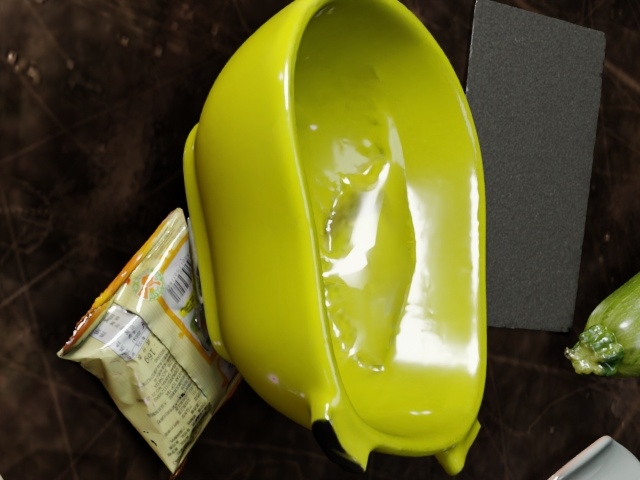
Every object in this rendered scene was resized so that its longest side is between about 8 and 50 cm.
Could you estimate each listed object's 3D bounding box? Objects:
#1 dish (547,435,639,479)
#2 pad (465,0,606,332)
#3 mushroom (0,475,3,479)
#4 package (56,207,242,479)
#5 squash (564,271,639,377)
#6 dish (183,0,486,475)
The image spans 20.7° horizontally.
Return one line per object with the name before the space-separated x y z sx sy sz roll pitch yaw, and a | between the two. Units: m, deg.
dish | 0.215 0.256 1.245 0.154 0.064 0.234 -30 113 -37
pad | 0.137 -0.046 1.176 0.143 0.003 0.211 7 90 -44
mushroom | -0.208 0.158 0.803 0.154 0.122 0.154 4 69 -12
package | -0.081 0.056 0.963 0.108 0.031 0.121 -54 129 -25
squash | 0.267 0.029 1.266 0.258 0.069 0.069 -40 120 -33
dish | 0.000 0.000 0.953 0.221 0.108 0.262 10 74 -58
